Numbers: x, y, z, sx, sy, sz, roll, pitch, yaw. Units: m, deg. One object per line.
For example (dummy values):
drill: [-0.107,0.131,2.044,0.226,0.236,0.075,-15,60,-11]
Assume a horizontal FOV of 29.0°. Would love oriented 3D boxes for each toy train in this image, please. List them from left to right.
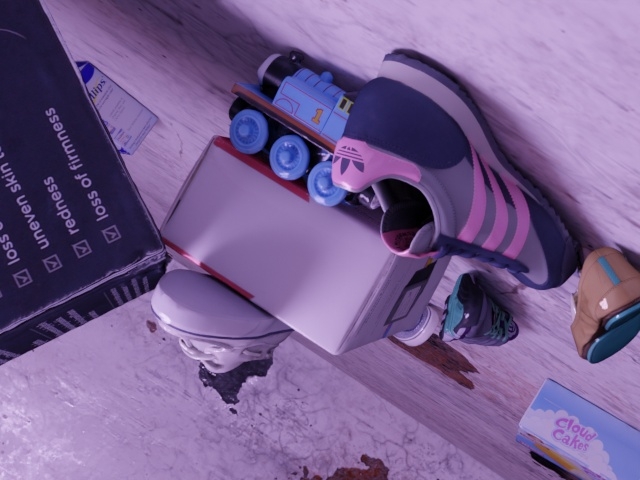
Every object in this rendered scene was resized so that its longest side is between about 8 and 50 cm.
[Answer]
toy train: [-0.003,-0.104,1.163,0.184,0.105,0.080,34,-165,22]

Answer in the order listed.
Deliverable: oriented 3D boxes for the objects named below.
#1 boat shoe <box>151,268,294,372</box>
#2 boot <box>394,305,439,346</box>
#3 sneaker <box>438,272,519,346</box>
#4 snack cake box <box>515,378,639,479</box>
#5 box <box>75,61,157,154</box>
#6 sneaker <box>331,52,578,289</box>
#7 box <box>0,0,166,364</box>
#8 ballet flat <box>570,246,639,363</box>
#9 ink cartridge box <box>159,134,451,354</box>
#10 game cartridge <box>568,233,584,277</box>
boat shoe: [-0.099,0.087,1.236,0.096,0.088,0.267,32,-171,15]
boot: [0.106,0.107,1.897,0.086,0.069,0.190,34,172,-19]
sneaker: [0.212,0.094,1.577,0.098,0.083,0.224,12,173,2]
snack cake box: [0.431,0.323,1.868,0.264,0.089,0.152,30,170,15]
box: [-0.330,-0.194,1.824,0.137,0.072,0.126,39,167,-27]
sneaker: [0.115,-0.023,1.102,0.112,0.131,0.319,20,162,50]
box: [-0.464,-0.074,1.221,0.480,0.471,0.297,63,169,3]
ballet flat: [0.281,0.060,1.219,0.073,0.080,0.232,59,175,18]
ink cartridge box: [0.000,0.000,1.321,0.226,0.131,0.306,31,-169,14]
game cartridge: [0.233,0.008,1.226,0.056,0.017,0.083,32,170,27]
